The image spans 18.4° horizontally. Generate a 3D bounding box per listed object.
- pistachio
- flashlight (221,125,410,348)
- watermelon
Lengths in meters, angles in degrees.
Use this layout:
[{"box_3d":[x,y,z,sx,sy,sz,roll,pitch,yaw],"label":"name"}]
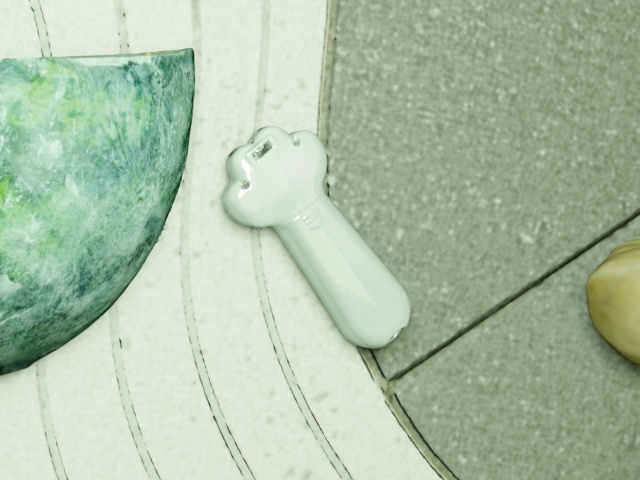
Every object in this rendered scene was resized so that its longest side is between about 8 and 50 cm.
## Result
[{"box_3d":[0.309,0.055,1.615,0.185,0.126,0.108,13,62,2],"label":"pistachio"},{"box_3d":[0.000,0.000,1.549,0.093,0.047,0.200,-41,105,-16],"label":"flashlight"},{"box_3d":[-0.227,-0.037,1.437,0.320,0.213,0.289,-33,142,-55],"label":"watermelon"}]
